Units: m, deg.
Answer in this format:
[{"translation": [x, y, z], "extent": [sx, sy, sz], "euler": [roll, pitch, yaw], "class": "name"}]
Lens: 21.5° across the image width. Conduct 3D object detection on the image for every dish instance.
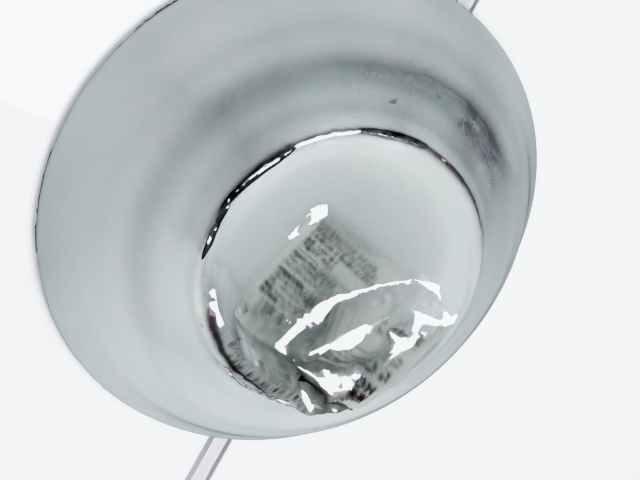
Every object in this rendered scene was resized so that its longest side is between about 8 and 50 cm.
[{"translation": [0.000, 0.000, 0.976], "extent": [0.317, 0.106, 0.316], "euler": [-8, 116, -17], "class": "dish"}]
